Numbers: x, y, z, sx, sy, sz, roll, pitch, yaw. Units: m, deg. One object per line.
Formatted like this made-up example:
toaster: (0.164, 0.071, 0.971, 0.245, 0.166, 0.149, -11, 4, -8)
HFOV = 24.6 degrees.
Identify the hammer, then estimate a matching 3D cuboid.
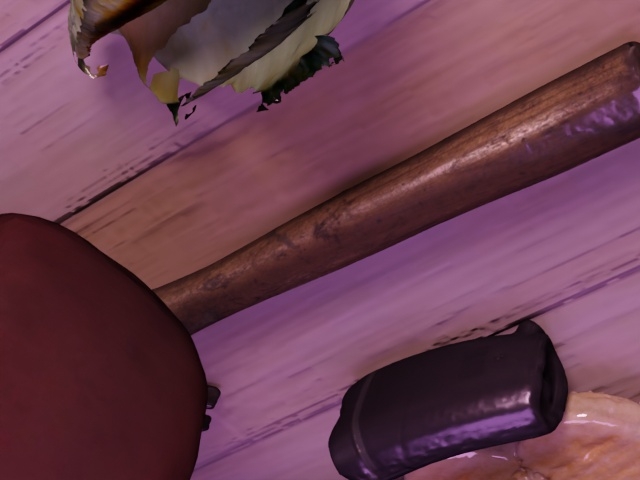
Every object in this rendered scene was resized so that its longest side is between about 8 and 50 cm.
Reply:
hammer: (0.000, 0.000, 0.861, 0.440, 0.044, 0.168, -27, 122, 30)

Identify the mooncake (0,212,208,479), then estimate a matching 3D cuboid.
mooncake: (-0.218, 0.156, 0.797, 0.174, 0.326, 0.334, 40, 129, -21)

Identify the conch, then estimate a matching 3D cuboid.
conch: (-0.051, -0.134, 0.683, 0.143, 0.137, 0.250, 12, 133, -2)

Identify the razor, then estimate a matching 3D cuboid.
razor: (0.079, 0.102, 0.909, 0.148, 0.090, 0.054, -21, 116, 26)

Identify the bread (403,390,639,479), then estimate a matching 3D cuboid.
bread: (0.189, 0.208, 1.010, 0.316, 0.054, 0.316, 6, 134, 7)
